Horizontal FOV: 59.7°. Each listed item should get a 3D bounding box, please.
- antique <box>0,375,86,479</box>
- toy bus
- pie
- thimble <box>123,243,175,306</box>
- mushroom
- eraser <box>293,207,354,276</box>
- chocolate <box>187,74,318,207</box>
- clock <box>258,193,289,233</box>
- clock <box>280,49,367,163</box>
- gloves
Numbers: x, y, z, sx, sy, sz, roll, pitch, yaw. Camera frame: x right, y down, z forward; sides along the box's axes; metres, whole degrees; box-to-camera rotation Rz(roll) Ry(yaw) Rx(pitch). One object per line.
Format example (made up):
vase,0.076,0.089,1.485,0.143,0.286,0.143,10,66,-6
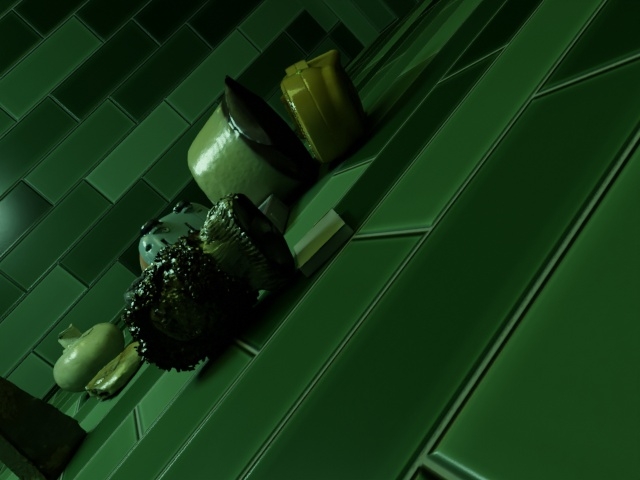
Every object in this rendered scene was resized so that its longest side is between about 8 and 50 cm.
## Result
antique,-0.699,0.422,1.273,0.125,0.284,0.150,-38,15,31
toy bus,-0.426,0.031,1.736,0.287,0.194,0.232,-44,-17,-47
pie,-0.540,0.347,1.499,0.218,0.052,0.185,-27,18,48
thimble,-0.402,0.127,1.480,0.217,0.157,0.245,-45,14,11
mushroom,-0.752,0.359,1.791,0.246,0.202,0.246,-38,7,5
eraser,0.000,0.000,0.924,0.104,0.023,0.150,-45,14,4
chocolate,-0.204,-0.208,1.494,0.297,0.314,0.326,-42,-14,10
clock,-0.151,-0.021,1.346,0.150,0.063,0.197,-43,14,17
clock,0.009,-0.332,1.393,0.200,0.244,0.317,-28,21,10
gloves,-0.190,0.083,0.935,0.312,0.210,0.135,-38,30,5
